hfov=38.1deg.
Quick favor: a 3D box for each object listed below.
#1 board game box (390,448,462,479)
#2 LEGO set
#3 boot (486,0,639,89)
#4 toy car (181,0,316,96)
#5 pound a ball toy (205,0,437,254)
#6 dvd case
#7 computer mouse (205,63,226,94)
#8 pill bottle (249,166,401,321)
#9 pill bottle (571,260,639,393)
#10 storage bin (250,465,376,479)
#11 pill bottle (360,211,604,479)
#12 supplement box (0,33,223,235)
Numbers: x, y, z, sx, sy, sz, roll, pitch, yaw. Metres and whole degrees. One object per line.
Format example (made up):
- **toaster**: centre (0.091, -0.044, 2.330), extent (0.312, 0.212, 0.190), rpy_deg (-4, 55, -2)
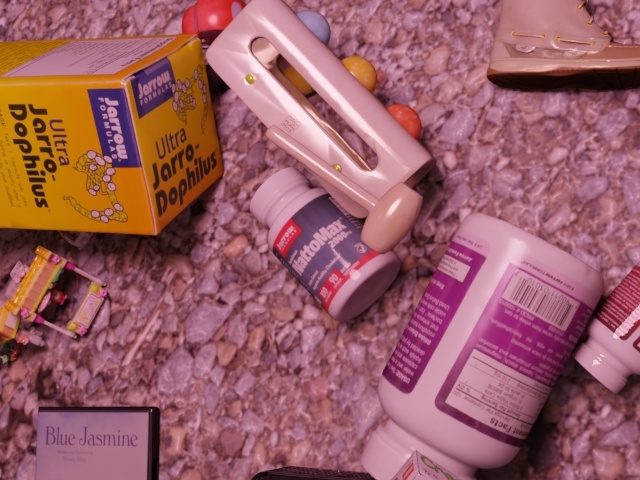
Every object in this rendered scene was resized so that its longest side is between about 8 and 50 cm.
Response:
- **board game box**: centre (0.162, 0.373, 0.942), extent (0.305, 0.053, 0.193), rpy_deg (35, 103, -7)
- **LEGO set**: centre (-0.391, 0.103, 1.268), extent (0.287, 0.107, 0.132), rpy_deg (-50, 34, 11)
- **boot**: centre (0.304, -0.260, 1.067), extent (0.213, 0.077, 0.165), rpy_deg (3, 81, 23)
- **toy car**: centre (-0.060, -0.329, 1.221), extent (0.239, 0.053, 0.225), rpy_deg (28, 92, 21)
- **pound a ball toy**: centre (0.019, -0.143, 1.056), extent (0.136, 0.208, 0.319), rpy_deg (-45, 83, 10)
- **dvd case**: centre (-0.296, 0.345, 1.215), extent (0.180, 0.022, 0.253), rpy_deg (-4, 80, 20)
- **computer mouse**: centre (-0.230, -0.199, 1.259), extent (0.242, 0.071, 0.041), rpy_deg (-9, 104, 21)
- **pill bottle**: centre (0.000, 0.000, 1.118), extent (0.108, 0.108, 0.180), rpy_deg (-47, 69, 7)
- **pill bottle**: centre (0.342, 0.086, 0.990), extent (0.086, 0.086, 0.152), rpy_deg (43, 97, 21)
- **storage bin**: centre (0.012, 0.331, 1.072), extent (0.180, 0.084, 0.122), rpy_deg (0, 81, 21)
- **pill bottle**: centre (0.166, 0.136, 1.003), extent (0.169, 0.169, 0.302), rpy_deg (29, 92, 22)
- **supplement box**: centre (-0.334, -0.138, 1.180), extent (0.356, 0.194, 0.195), rpy_deg (3, 118, 21)
